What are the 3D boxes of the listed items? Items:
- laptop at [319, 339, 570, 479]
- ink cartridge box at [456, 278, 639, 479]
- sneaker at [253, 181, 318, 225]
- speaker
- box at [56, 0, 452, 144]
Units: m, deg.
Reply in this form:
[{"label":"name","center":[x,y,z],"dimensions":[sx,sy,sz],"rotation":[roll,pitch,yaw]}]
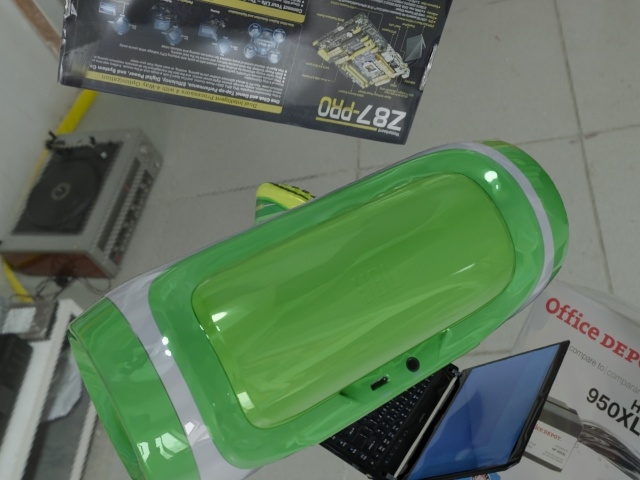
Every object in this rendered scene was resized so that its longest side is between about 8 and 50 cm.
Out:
[{"label":"laptop","center":[0.113,0.154,0.842],"dimensions":[0.264,0.137,0.234],"rotation":[30,36,16]},{"label":"ink cartridge box","center":[0.392,0.290,1.062],"dimensions":[0.285,0.166,0.395],"rotation":[38,108,57]},{"label":"sneaker","center":[0.000,0.000,1.254],"dimensions":[0.295,0.109,0.123],"rotation":[31,111,33]},{"label":"speaker","center":[0.011,0.037,0.443],"dimensions":[0.296,0.131,0.131],"rotation":[-25,47,-25]},{"label":"box","center":[-0.052,-0.287,0.758],"dimensions":[0.394,0.318,0.097],"rotation":[7,24,-18]}]
